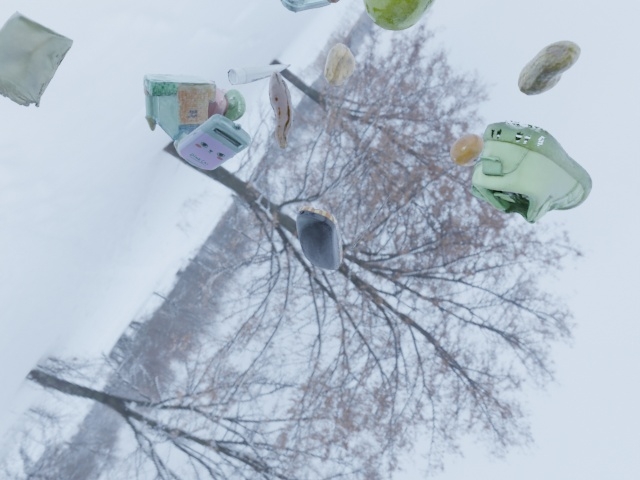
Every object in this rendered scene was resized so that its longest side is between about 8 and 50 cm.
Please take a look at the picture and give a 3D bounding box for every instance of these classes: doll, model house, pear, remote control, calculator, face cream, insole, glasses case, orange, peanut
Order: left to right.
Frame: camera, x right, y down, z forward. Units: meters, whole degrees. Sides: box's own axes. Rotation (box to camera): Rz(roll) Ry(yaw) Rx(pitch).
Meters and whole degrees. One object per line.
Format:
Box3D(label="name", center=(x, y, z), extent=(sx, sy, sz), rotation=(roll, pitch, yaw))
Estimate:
Box3D(label="model house", center=(-0.605, -0.525, 2.029), extent=(0.194, 0.267, 0.325), rotation=(39, -50, 48))
Box3D(label="calculator", center=(-0.316, -0.289, 1.420), extent=(0.246, 0.141, 0.045), rotation=(-22, -128, 37))
Box3D(label="doll", center=(-0.473, -0.603, 2.218), extent=(0.284, 0.268, 0.216), rotation=(-38, 158, 18))
Box3D(label="face cream", center=(-0.227, -0.625, 1.781), extent=(0.243, 0.058, 0.092), rotation=(-25, -167, -36))
Box3D(label="remote control", center=(-0.051, -0.962, 1.890), extent=(0.247, 0.104, 0.052), rotation=(-27, 163, -31))
Box3D(label="glasses case", center=(0.000, 0.000, 1.465), extent=(0.321, 0.122, 0.082), rotation=(79, 35, -60))
Box3D(label="insole", center=(0.178, -0.069, 1.647), extent=(0.253, 0.005, 0.086), rotation=(-55, 173, 12))
Box3D(label="pear", center=(0.197, -0.572, 1.077), extent=(0.180, 0.166, 0.216), rotation=(-37, -151, -25))
Box3D(label="orange", center=(0.646, -0.391, 2.089), extent=(0.156, 0.124, 0.156), rotation=(-28, 154, -15))
Box3D(label="peanut", center=(0.722, -0.546, 1.508), extent=(0.110, 0.120, 0.236), rotation=(-50, -178, -20))

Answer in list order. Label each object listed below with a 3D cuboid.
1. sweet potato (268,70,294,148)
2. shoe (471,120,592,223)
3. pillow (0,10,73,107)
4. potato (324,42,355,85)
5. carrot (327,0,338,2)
Box3D(label="sweet potato", center=(-0.095, -0.331, 1.174), extent=(0.057, 0.057, 0.265), rotation=(-45, -136, 41))
Box3D(label="shoe", center=(0.322, -0.101, 0.763), extent=(0.128, 0.262, 0.140), rotation=(-54, -132, 8))
Box3D(label="pillow", center=(-0.574, -0.351, 0.923), extent=(0.053, 0.119, 0.208), rotation=(-28, -135, 43))
Box3D(label="potato", center=(0.069, -0.638, 1.741), extent=(0.112, 0.112, 0.147), rotation=(-93, -157, -72))
Box3D(label="carrot", center=(0.097, -0.801, 1.427), extent=(0.216, 0.048, 0.048), rotation=(-47, -167, 9))
